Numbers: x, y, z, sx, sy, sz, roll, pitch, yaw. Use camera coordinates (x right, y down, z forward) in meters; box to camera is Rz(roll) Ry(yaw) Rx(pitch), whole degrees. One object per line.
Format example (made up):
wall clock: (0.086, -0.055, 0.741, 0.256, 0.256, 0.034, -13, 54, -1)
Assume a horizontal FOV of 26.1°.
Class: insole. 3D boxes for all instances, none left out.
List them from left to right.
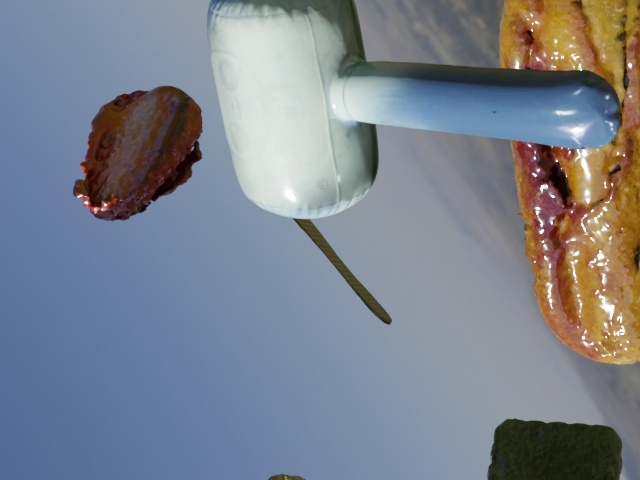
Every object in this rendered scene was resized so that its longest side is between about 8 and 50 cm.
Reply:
insole: (0.000, 0.000, 1.567, 0.253, 0.005, 0.086, 50, -170, 16)

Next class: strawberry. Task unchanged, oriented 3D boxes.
strawberry: (-0.191, -0.082, 1.439, 0.082, 0.121, 0.188, 66, -145, -42)

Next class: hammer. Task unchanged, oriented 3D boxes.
hammer: (0.039, -0.059, 0.590, 0.194, 0.069, 0.116, 9, 120, 35)

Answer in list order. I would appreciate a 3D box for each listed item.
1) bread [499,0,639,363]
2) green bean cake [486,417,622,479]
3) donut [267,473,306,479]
bread: (0.168, -0.076, 0.802, 0.084, 0.124, 0.344, 12, 126, 39)
green bean cake: (0.324, 0.351, 1.926, 0.094, 0.183, 0.185, 74, -156, -47)
donut: (-0.088, 0.299, 1.490, 0.146, 0.181, 0.078, 113, 145, -70)
